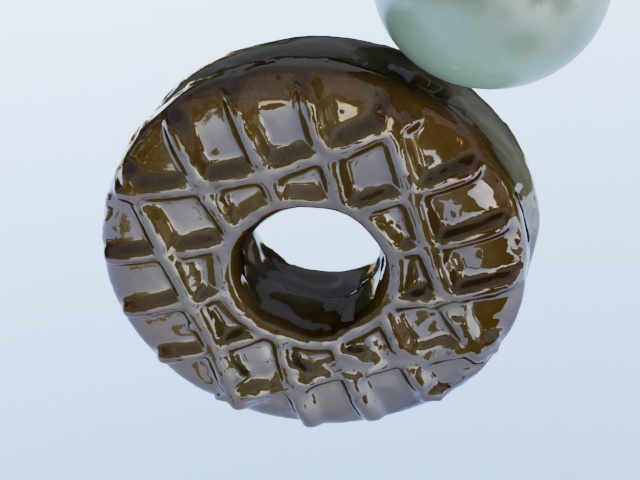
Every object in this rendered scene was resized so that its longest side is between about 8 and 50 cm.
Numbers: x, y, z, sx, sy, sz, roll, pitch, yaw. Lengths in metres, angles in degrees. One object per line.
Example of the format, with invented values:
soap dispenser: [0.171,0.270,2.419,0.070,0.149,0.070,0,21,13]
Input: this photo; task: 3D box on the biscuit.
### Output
biscuit: [0.000,0.000,1.059,0.332,0.332,0.103,4,-145,3]

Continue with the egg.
egg: [0.111,-0.173,0.931,0.149,0.149,0.192,-5,-166,-14]
